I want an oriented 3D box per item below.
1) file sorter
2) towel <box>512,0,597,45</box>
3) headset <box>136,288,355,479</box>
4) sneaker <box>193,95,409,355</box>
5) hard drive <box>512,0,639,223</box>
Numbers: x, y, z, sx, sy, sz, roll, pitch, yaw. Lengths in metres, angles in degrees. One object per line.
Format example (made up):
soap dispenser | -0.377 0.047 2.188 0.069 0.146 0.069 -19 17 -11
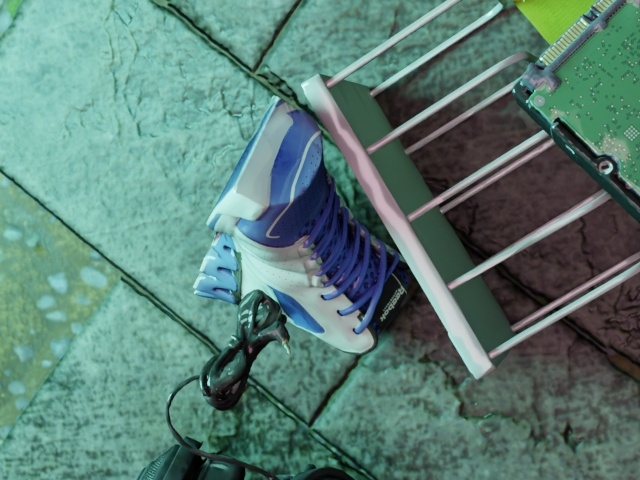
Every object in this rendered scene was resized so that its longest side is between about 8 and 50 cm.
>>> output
file sorter | 0.145 -0.055 1.143 0.173 0.193 0.278 -31 86 14
towel | 0.198 -0.230 1.165 0.237 0.021 0.102 52 148 6
headset | -0.057 0.237 1.215 0.243 0.185 0.394 9 136 18
sneaker | 0.000 0.001 1.172 0.182 0.315 0.127 25 68 1
hard drive | 0.339 -0.074 0.975 0.237 0.064 0.339 -45 77 3
